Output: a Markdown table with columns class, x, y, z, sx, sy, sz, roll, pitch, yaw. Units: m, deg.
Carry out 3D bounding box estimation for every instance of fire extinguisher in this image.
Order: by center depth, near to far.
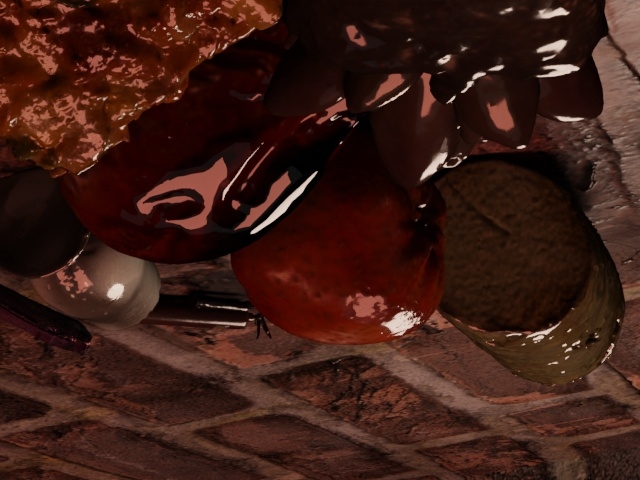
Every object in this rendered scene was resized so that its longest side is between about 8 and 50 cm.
| class | x | y | z | sx | sy | sz | roll | pitch | yaw |
| --- | --- | --- | --- | --- | --- | --- | --- | --- | --- |
| fire extinguisher | -0.122 | 0.073 | 1.837 | 0.173 | 0.035 | 0.049 | 6 | 120 | -36 |

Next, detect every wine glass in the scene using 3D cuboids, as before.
| class | x | y | z | sx | sy | sz | roll | pitch | yaw |
| --- | --- | --- | --- | --- | --- | --- | --- | --- | --- |
| wine glass | -0.208 | 0.015 | 1.492 | 0.103 | 0.103 | 0.222 | -10 | 161 | 10 |

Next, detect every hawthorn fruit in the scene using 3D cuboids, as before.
| class | x | y | z | sx | sy | sz | roll | pitch | yaw |
| --- | --- | --- | --- | --- | --- | --- | --- | --- | --- |
| hawthorn fruit | 0.000 | 0.000 | 1.413 | 0.200 | 0.179 | 0.179 | -9 | 163 | 18 |

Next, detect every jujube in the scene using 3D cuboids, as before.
| class | x | y | z | sx | sy | sz | roll | pitch | yaw |
| --- | --- | --- | --- | --- | --- | --- | --- | --- | --- |
| jujube | -0.063 | -0.082 | 1.152 | 0.236 | 0.168 | 0.168 | -28 | 156 | 24 |

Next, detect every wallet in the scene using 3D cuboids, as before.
| class | x | y | z | sx | sy | sz | roll | pitch | yaw |
| --- | --- | --- | --- | --- | --- | --- | --- | --- | --- |
| wallet | -0.280 | 0.058 | 1.549 | 0.166 | 0.030 | 0.111 | 26 | 176 | -4 |

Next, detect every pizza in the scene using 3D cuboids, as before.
| class | x | y | z | sx | sy | sz | roll | pitch | yaw |
| --- | --- | --- | --- | --- | --- | --- | --- | --- | --- |
| pizza | -0.154 | -0.115 | 1.026 | 0.292 | 0.058 | 0.197 | 2 | 124 | -16 |

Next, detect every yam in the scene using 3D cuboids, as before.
| class | x | y | z | sx | sy | sz | roll | pitch | yaw |
| --- | --- | --- | --- | --- | --- | --- | --- | --- | --- |
| yam | 0.188 | 0.035 | 1.619 | 0.168 | 0.168 | 0.304 | -12 | 163 | 13 |

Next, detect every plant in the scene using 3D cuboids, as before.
| class | x | y | z | sx | sy | sz | roll | pitch | yaw |
| --- | --- | --- | --- | --- | --- | --- | --- | --- | --- |
| plant | 0.073 | -0.156 | 0.905 | 0.194 | 0.181 | 0.320 | 7 | 163 | 0 |
